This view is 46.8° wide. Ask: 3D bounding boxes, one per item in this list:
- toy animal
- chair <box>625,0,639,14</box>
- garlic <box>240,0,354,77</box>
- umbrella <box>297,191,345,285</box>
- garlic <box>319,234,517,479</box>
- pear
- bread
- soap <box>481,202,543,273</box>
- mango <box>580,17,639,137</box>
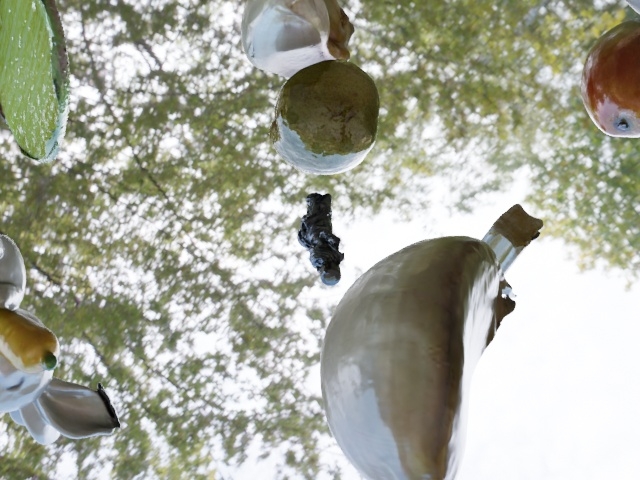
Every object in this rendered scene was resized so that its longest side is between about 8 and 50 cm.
[{"bbox_3d":[-0.227,0.085,0.573,0.181,0.131,0.127,68,-161,1],"label":"toy animal"},{"bbox_3d":[0.405,-0.224,0.634,0.173,0.158,0.247,-15,-139,-20],"label":"chair"},{"bbox_3d":[-0.045,-0.466,1.505,0.250,0.313,0.286,28,-93,30],"label":"garlic"},{"bbox_3d":[-0.002,0.001,1.324,0.072,0.080,0.224,2,-144,-12],"label":"umbrella"},{"bbox_3d":[0.107,0.089,0.728,0.196,0.151,0.338,59,-143,-22],"label":"garlic"},{"bbox_3d":[0.002,-0.245,1.472,0.212,0.188,0.228,-3,-78,-25],"label":"pear"},{"bbox_3d":[-0.409,-0.256,1.034,0.045,0.301,0.301,-14,-110,-35],"label":"bread"},{"bbox_3d":[0.292,0.055,1.314,0.073,0.232,0.140,40,-141,15],"label":"soap"},{"bbox_3d":[0.454,-0.248,1.068,0.129,0.146,0.289,58,-148,-18],"label":"mango"}]
